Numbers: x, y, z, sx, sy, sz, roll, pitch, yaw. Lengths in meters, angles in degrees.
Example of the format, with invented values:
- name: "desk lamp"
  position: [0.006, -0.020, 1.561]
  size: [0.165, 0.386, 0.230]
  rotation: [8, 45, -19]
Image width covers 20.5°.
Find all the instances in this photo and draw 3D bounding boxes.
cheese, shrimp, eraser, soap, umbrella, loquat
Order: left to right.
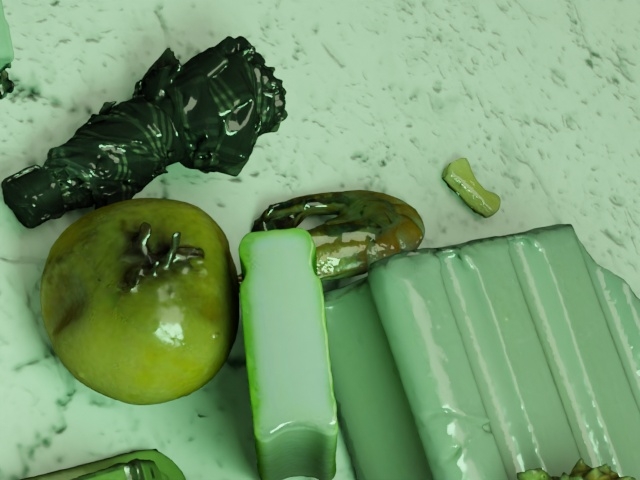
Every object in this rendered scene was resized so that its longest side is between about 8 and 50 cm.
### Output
- name: "loquat"
  position: [-0.179, 0.060, 1.749]
  size: [0.213, 0.213, 0.213]
  rotation: [14, 64, -30]
- name: "umbrella"
  position: [-0.177, -0.092, 1.874]
  size: [0.154, 0.128, 0.336]
  rotation: [42, 58, 6]
- name: "eraser"
  position: [-0.032, 0.124, 1.782]
  size: [0.092, 0.274, 0.210]
  rotation: [-6, 75, -1]
- name: "shrimp"
  position: [-0.005, -0.011, 1.969]
  size: [0.254, 0.059, 0.145]
  rotation: [-13, 43, -19]
- name: "cheese"
  position: [0.186, -0.064, 2.165]
  size: [0.083, 0.030, 0.044]
  rotation: [42, 59, -6]
- name: "soap"
  position: [0.215, 0.212, 1.955]
  size: [0.350, 0.213, 0.435]
  rotation: [-15, 81, -34]

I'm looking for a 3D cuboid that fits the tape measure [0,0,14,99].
- name: "tape measure"
  position: [-0.478, -0.239, 1.729]
  size: [0.351, 0.098, 0.215]
  rotation: [-3, 75, -39]

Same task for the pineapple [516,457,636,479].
- name: "pineapple"
  position: [0.260, 0.295, 1.729]
  size: [0.193, 0.166, 0.166]
  rotation: [47, 52, 0]

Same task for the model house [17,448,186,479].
- name: "model house"
  position: [-0.141, 0.281, 1.640]
  size: [0.218, 0.279, 0.204]
  rotation: [-12, 80, -36]
